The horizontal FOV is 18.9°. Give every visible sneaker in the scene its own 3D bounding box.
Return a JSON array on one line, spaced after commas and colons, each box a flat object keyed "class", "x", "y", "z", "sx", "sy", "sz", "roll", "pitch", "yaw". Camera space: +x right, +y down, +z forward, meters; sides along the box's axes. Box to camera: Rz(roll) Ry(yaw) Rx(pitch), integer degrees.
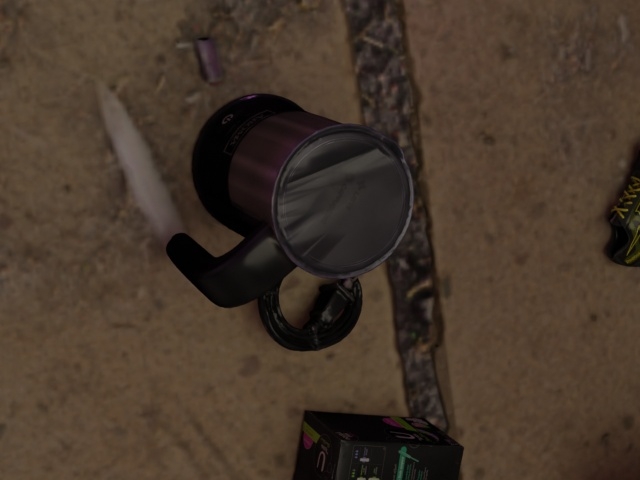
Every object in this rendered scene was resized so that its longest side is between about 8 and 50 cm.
[{"class": "sneaker", "x": 0.202, "y": -0.021, "z": 1.220, "sx": 0.035, "sy": 0.031, "sz": 0.083, "roll": -1, "pitch": 101, "yaw": -21}]

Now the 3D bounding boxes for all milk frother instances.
[{"class": "milk frother", "x": 0.000, "y": 0.000, "z": 1.087, "sx": 0.143, "sy": 0.134, "sz": 0.129, "roll": 31, "pitch": 89, "yaw": -25}]

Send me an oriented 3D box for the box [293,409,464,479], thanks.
[{"class": "box", "x": 0.034, "y": 0.138, "z": 1.168, "sx": 0.083, "sy": 0.062, "sz": 0.052, "roll": 5, "pitch": 100, "yaw": -23}]
